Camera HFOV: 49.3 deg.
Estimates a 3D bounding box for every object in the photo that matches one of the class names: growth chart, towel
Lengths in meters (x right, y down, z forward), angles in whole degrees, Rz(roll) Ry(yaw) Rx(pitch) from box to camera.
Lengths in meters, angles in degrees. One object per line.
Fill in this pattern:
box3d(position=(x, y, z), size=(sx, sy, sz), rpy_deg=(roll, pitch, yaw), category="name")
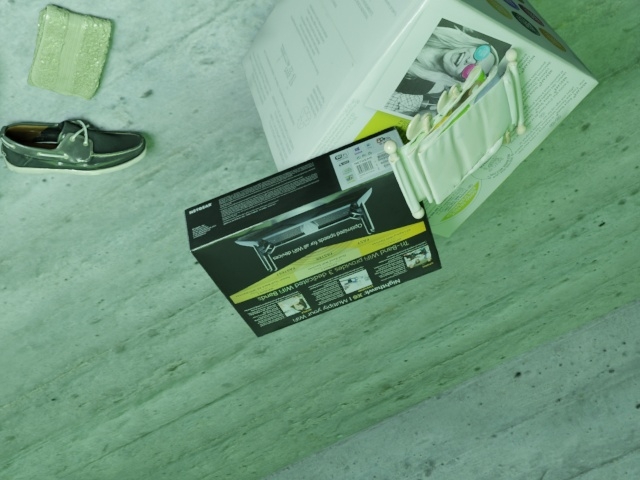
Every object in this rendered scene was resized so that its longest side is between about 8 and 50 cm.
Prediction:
box3d(position=(0.179, -0.135, 0.877), size=(0.237, 0.021, 0.172), rpy_deg=(-39, 140, -16), category="growth chart")
box3d(position=(-0.385, -0.285, 1.073), size=(0.110, 0.027, 0.148), rpy_deg=(6, 134, -29), category="towel")

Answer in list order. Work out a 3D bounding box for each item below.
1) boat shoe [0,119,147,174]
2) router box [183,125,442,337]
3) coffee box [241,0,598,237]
box3d(position=(-0.408, -0.160, 1.163), size=(0.233, 0.084, 0.079), rpy_deg=(-3, 138, -15), category="boat shoe")
box3d(position=(0.000, 0.000, 0.989), size=(0.308, 0.081, 0.243), rpy_deg=(-21, 140, 4), category="router box")
box3d(position=(0.128, -0.260, 1.064), size=(0.334, 0.338, 0.338), rpy_deg=(14, 130, -33), category="coffee box")
